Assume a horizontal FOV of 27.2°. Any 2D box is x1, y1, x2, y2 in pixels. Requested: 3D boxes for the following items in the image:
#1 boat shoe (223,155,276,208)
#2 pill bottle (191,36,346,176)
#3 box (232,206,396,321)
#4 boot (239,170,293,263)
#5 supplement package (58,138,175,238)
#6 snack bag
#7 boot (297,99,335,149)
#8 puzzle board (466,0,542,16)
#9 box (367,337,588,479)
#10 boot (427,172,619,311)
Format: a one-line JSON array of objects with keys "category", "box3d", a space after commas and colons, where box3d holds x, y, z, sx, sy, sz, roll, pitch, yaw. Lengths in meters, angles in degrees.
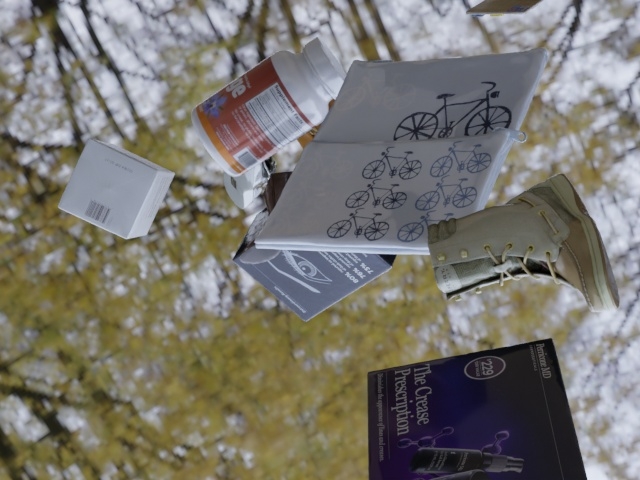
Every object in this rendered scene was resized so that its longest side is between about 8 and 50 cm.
[{"category": "boat shoe", "box3d": [-0.110, -0.119, 2.103, 0.070, 0.078, 0.219, -36, 173, -15]}, {"category": "pill bottle", "box3d": [-0.068, -0.195, 1.896, 0.216, 0.121, 0.121, -33, -151, 10]}, {"category": "box", "box3d": [0.000, 0.000, 1.903, 0.207, 0.153, 0.108, -33, -157, 42]}, {"category": "boot", "box3d": [-0.070, -0.033, 1.769, 0.106, 0.037, 0.114, -31, -136, 18]}, {"category": "supplement package", "box3d": [-0.360, -0.091, 2.373, 0.244, 0.139, 0.134, -50, 165, -88]}, {"category": "snack bag", "box3d": [0.106, -0.120, 1.661, 0.323, 0.037, 0.342, 2, -128, 39]}, {"category": "boot", "box3d": [0.026, -0.110, 2.189, 0.104, 0.295, 0.211, -29, -113, -40]}, {"category": "puzzle board", "box3d": [0.300, -0.377, 2.140, 0.096, 0.011, 0.128, 4, -159, 22]}, {"category": "box", "box3d": [0.138, 0.208, 1.156, 0.184, 0.103, 0.261, -9, -152, 6]}, {"category": "boot", "box3d": [0.194, 0.022, 1.304, 0.165, 0.077, 0.213, -19, -149, 4]}]
